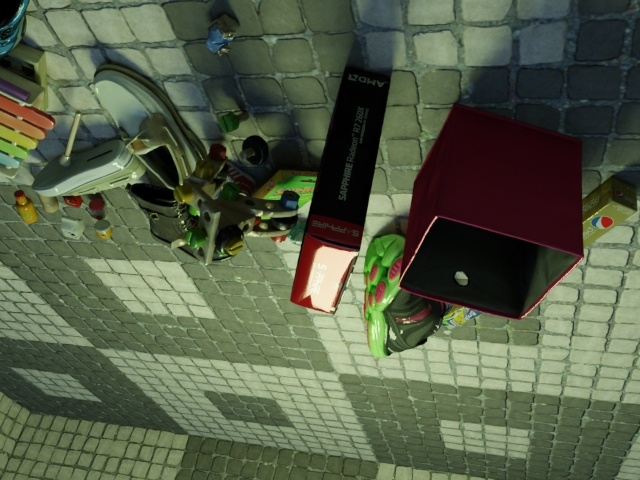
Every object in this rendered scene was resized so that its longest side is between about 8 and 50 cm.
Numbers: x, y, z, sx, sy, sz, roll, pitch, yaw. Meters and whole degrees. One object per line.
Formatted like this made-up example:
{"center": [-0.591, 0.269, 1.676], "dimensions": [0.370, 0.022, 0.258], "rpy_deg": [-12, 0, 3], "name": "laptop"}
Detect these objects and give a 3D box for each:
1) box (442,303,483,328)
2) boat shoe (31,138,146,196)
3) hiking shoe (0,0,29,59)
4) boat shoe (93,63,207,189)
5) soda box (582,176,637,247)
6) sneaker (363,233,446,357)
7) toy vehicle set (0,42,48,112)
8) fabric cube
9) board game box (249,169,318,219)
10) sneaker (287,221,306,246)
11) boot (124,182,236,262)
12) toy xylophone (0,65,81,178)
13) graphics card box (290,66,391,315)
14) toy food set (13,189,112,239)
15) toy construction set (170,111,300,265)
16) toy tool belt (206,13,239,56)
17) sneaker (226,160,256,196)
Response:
{"center": [0.370, 0.169, 1.674], "dimensions": [0.054, 0.059, 0.169], "rpy_deg": [27, 145, -17], "name": "box"}
{"center": [-0.540, -0.146, 1.506], "dimensions": [0.302, 0.109, 0.094], "rpy_deg": [-10, 142, 28], "name": "boat shoe"}
{"center": [-0.562, -0.394, 1.104], "dimensions": [0.113, 0.132, 0.304], "rpy_deg": [31, 139, -21], "name": "hiking shoe"}
{"center": [-0.346, -0.221, 1.321], "dimensions": [0.113, 0.103, 0.302], "rpy_deg": [-11, 139, 33], "name": "boat shoe"}
{"center": [0.539, -0.046, 1.287], "dimensions": [0.058, 0.061, 0.181], "rpy_deg": [21, 147, -10], "name": "soda box"}
{"center": [0.212, 0.133, 1.615], "dimensions": [0.202, 0.185, 0.483], "rpy_deg": [-6, 149, -2], "name": "sneaker"}
{"center": [-0.687, -0.358, 1.308], "dimensions": [0.266, 0.035, 0.166], "rpy_deg": [19, 147, -8], "name": "toy vehicle set"}
{"center": [0.306, -0.045, 1.199], "dimensions": [0.253, 0.258, 0.259], "rpy_deg": [14, 147, -2], "name": "fabric cube"}
{"center": [-0.087, -0.092, 1.433], "dimensions": [0.124, 0.039, 0.259], "rpy_deg": [-1, 161, -36], "name": "board game box"}
{"center": [0.000, 0.000, 1.576], "dimensions": [0.166, 0.065, 0.076], "rpy_deg": [16, 163, 3], "name": "sneaker"}
{"center": [-0.327, -0.044, 1.564], "dimensions": [0.262, 0.091, 0.229], "rpy_deg": [14, 155, 4], "name": "boot"}
{"center": [-0.631, -0.240, 1.353], "dimensions": [0.236, 0.081, 0.323], "rpy_deg": [21, 147, -12], "name": "toy xylophone"}
{"center": [0.035, -0.089, 1.132], "dimensions": [0.094, 0.371, 0.233], "rpy_deg": [14, 148, 0], "name": "graphics card box"}
{"center": [-0.631, -0.085, 1.622], "dimensions": [0.232, 0.111, 0.105], "rpy_deg": [15, 147, 3], "name": "toy food set"}
{"center": [-0.222, -0.049, 1.306], "dimensions": [0.257, 0.237, 0.309], "rpy_deg": [52, 136, 3], "name": "toy construction set"}
{"center": [-0.175, -0.345, 1.120], "dimensions": [0.052, 0.051, 0.083], "rpy_deg": [27, 145, -19], "name": "toy tool belt"}
{"center": [-0.201, -0.131, 1.434], "dimensions": [0.118, 0.067, 0.042], "rpy_deg": [28, 144, -21], "name": "sneaker"}
